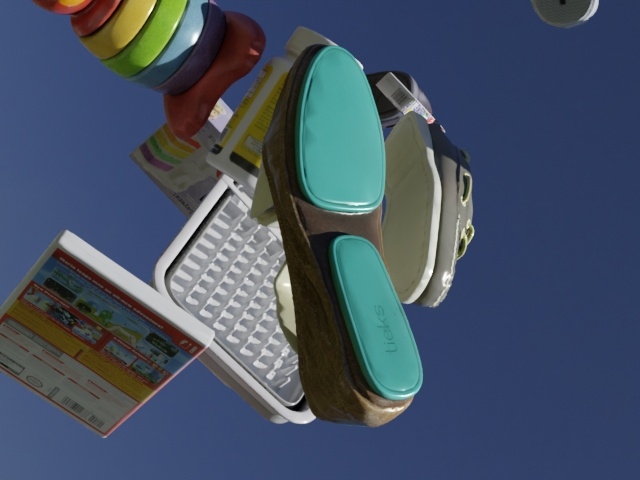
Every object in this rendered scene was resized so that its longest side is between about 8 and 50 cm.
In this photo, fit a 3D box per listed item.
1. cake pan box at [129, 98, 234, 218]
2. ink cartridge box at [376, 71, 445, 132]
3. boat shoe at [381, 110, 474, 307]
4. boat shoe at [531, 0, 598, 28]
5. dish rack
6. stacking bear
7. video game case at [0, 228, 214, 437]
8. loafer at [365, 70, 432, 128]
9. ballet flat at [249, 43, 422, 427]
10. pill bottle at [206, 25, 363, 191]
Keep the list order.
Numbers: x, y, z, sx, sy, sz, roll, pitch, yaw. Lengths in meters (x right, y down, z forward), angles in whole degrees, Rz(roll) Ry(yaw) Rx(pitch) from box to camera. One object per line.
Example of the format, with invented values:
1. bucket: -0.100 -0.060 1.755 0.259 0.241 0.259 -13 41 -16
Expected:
1. cake pan box: -0.203 -0.131 2.372 0.267 0.070 0.246 48 -41 -11
2. ink cartridge box: 0.126 -0.182 1.724 0.029 0.115 0.063 -43 -123 7
3. boat shoe: 0.122 -0.030 1.352 0.109 0.091 0.305 -50 -158 31
4. boat shoe: 0.262 -0.387 1.365 0.109 0.094 0.302 2 -70 15
5. dish rack: -0.080 0.069 1.644 0.285 0.333 0.072 45 -52 -12
6. stacking bear: -0.239 -0.283 1.534 0.175 0.289 0.164 -47 -145 18
7. video game case: -0.272 0.117 1.446 0.204 0.025 0.285 36 -43 -12
8. loafer: 0.034 -0.206 1.979 0.302 0.095 0.109 2 -108 35
9. ballet flat: 0.000 0.000 1.074 0.124 0.116 0.342 -31 -117 43
10. pill bottle: -0.042 -0.157 1.573 0.208 0.119 0.119 -57 -140 0
